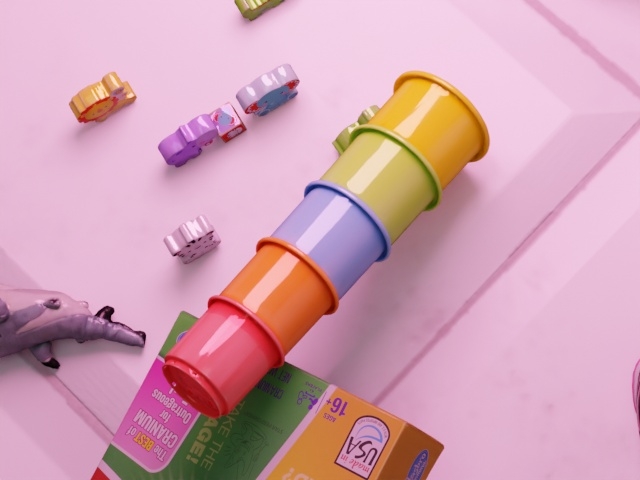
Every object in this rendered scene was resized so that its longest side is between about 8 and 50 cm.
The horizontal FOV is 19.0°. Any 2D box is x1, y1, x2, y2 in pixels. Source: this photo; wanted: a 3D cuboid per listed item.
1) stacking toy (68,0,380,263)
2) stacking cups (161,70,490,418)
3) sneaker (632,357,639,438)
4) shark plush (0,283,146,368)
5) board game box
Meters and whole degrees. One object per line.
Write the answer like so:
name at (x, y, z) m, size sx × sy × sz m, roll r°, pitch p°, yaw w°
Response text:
stacking toy at (-0.075, -0.105, 1.576) m, size 0.221 × 0.052 × 0.167 m, roll -33°, pitch 75°, yaw 1°
stacking cups at (0.000, 0.000, 1.457) m, size 0.096 × 0.096 × 0.316 m, roll 37°, pitch 63°, yaw 15°
sneaker at (0.269, 0.165, 1.442) m, size 0.072 × 0.077 × 0.178 m, roll -17°, pitch 76°, yaw 8°
shark plush at (-0.227, 0.074, 1.581) m, size 0.161 × 0.073 × 0.067 m, roll 2°, pitch 98°, yaw -10°
board game box at (-0.082, 0.241, 1.453) m, size 0.242 × 0.064 × 0.316 m, roll 23°, pitch 82°, yaw 37°
